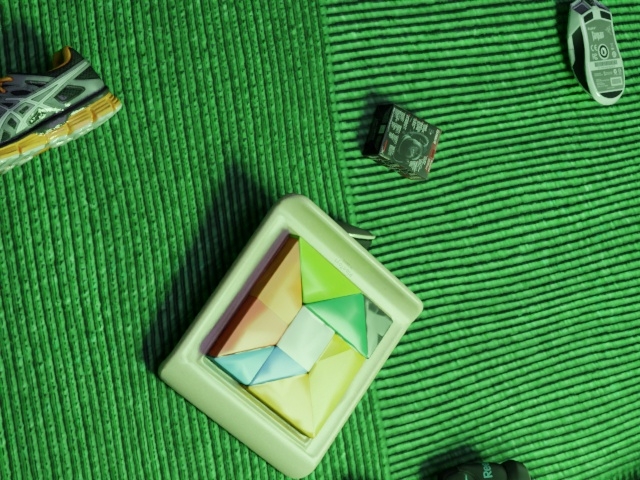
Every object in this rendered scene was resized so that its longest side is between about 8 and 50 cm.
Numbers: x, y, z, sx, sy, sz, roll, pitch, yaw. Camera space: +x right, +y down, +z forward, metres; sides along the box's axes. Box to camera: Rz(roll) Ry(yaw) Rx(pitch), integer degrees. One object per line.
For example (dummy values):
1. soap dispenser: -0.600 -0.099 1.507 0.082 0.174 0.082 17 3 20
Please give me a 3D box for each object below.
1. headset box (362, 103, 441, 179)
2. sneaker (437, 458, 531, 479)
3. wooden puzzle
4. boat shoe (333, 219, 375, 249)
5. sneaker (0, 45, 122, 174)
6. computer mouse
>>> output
1. headset box: 0.094 -0.108 1.915 0.083 0.032 0.062 25 76 -35
2. sneaker: 0.175 0.379 1.952 0.106 0.101 0.267 4 91 -12
3. wooden puzzle: -0.023 0.104 1.791 0.221 0.044 0.238 42 80 -30
4. boat shoe: -0.001 -0.001 1.837 0.133 0.049 0.042 3 106 -36
5. sneaker: -0.292 -0.112 1.611 0.215 0.084 0.083 -30 94 -36
6. computer mouse: 0.319 -0.256 2.076 0.106 0.042 0.193 -9 90 -41
